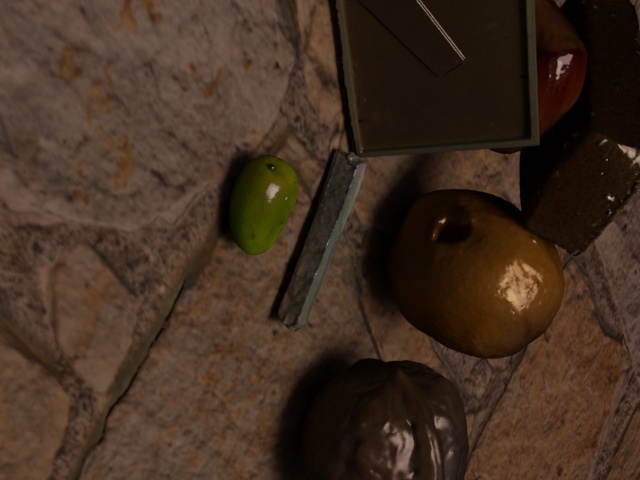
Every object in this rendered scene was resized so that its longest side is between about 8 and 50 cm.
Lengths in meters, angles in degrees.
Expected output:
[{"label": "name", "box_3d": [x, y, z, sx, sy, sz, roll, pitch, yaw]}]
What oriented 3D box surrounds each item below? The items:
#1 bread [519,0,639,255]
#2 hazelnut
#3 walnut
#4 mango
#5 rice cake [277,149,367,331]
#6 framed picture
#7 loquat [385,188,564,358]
[{"label": "bread", "box_3d": [0.328, -0.165, 1.970, 0.165, 0.113, 0.416, -55, -166, 33]}, {"label": "hazelnut", "box_3d": [0.207, -0.209, 1.835, 0.181, 0.212, 0.181, -38, 141, 16]}, {"label": "walnut", "box_3d": [0.076, 0.241, 1.879, 0.224, 0.224, 0.224, -39, 138, -46]}, {"label": "mango", "box_3d": [-0.061, -0.034, 1.604, 0.073, 0.056, 0.108, -25, 131, -47]}, {"label": "rice cake", "box_3d": [0.000, 0.000, 1.759, 0.210, 0.034, 0.043, -69, 161, -6]}, {"label": "framed picture", "box_3d": [0.125, -0.210, 1.690, 0.020, 0.211, 0.289, -89, 172, -48]}, {"label": "loquat", "box_3d": [0.189, 0.038, 1.924, 0.193, 0.238, 0.238, -56, 149, -22]}]
